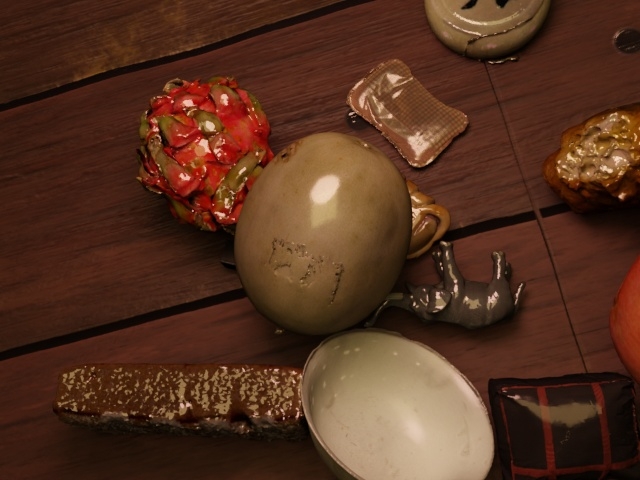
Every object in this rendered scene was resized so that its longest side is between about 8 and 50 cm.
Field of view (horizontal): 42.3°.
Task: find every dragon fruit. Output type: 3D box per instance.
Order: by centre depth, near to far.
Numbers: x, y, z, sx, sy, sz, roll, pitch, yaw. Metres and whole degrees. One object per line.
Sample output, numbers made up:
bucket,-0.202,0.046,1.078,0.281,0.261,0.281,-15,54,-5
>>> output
dragon fruit,-0.191,-0.143,1.426,0.231,0.237,0.302,-16,64,9

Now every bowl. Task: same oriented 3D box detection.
bowl,0.097,0.299,1.276,0.313,0.146,0.313,15,40,-13

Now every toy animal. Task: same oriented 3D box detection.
toy animal,0.204,0.077,1.353,0.269,0.082,0.137,1,75,-4

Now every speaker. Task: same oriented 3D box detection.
speaker,-0.078,0.045,1.452,0.191,0.040,0.046,14,75,14

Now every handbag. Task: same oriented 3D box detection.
handbag,0.368,0.289,1.246,0.215,0.155,0.169,-5,88,6

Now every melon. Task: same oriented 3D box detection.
melon,0.000,0.000,1.281,0.268,0.268,0.330,31,107,17

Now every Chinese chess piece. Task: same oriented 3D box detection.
Chinese chess piece,0.304,-0.440,1.500,0.238,0.092,0.237,-2,74,8

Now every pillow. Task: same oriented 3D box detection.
pillow,0.152,-0.234,1.497,0.135,0.034,0.211,-44,70,-3

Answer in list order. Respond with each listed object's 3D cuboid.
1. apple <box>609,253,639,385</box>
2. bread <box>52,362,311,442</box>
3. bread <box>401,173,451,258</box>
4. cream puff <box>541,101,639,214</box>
apple,0.598,0.100,1.149,0.364,0.364,0.364,-3,74,9
bread,-0.215,0.264,1.350,0.417,0.165,0.113,-1,69,10
bread,0.107,-0.059,1.429,0.225,0.081,0.134,43,90,16
cream puff,0.487,-0.128,1.294,0.241,0.269,0.155,-5,84,-3
